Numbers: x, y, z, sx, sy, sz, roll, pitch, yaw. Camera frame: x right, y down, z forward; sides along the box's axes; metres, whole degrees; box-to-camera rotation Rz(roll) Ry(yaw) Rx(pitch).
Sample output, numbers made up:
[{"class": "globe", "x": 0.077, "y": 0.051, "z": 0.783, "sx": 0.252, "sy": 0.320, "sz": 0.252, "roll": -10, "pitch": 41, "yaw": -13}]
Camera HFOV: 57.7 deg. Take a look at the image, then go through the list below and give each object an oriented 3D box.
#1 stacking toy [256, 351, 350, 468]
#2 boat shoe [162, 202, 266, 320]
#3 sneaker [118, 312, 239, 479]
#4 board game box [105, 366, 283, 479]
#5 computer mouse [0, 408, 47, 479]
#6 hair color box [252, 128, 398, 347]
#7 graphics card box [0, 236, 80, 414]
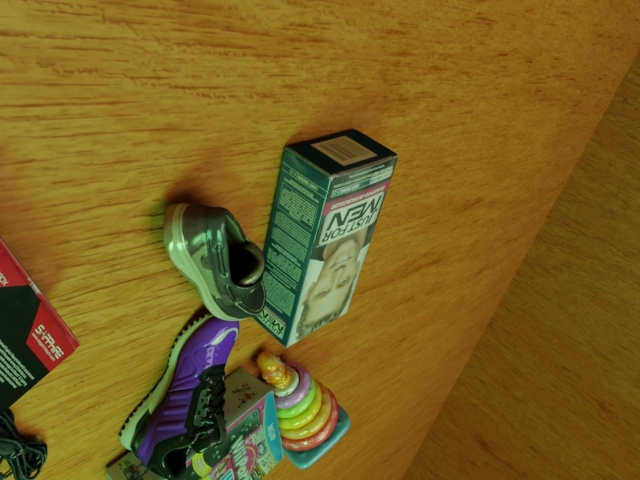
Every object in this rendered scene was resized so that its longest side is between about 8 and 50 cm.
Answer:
[{"class": "stacking toy", "x": -0.067, "y": 0.322, "z": 1.227, "sx": 0.165, "sy": 0.175, "sz": 0.302, "roll": -40, "pitch": 135, "yaw": -18}, {"class": "boat shoe", "x": -0.125, "y": 0.040, "z": 0.831, "sx": 0.285, "sy": 0.092, "sz": 0.103, "roll": 65, "pitch": 28, "yaw": -55}, {"class": "sneaker", "x": -0.192, "y": 0.258, "z": 0.939, "sx": 0.293, "sy": 0.146, "sz": 0.102, "roll": -58, "pitch": 151, "yaw": 7}, {"class": "board game box", "x": -0.216, "y": 0.419, "z": 1.086, "sx": 0.303, "sy": 0.097, "sz": 0.224, "roll": -36, "pitch": 136, "yaw": -35}, {"class": "computer mouse", "x": -0.463, "y": 0.332, "z": 0.691, "sx": 0.272, "sy": 0.072, "sz": 0.189, "roll": -39, "pitch": 149, "yaw": -26}, {"class": "hair color box", "x": 0.000, "y": 0.000, "z": 0.991, "sx": 0.173, "sy": 0.105, "sz": 0.347, "roll": -23, "pitch": 140, "yaw": -43}, {"class": "graphics card box", "x": -0.419, "y": 0.142, "z": 0.497, "sx": 0.371, "sy": 0.094, "sz": 0.233, "roll": -47, "pitch": 152, "yaw": -29}]
